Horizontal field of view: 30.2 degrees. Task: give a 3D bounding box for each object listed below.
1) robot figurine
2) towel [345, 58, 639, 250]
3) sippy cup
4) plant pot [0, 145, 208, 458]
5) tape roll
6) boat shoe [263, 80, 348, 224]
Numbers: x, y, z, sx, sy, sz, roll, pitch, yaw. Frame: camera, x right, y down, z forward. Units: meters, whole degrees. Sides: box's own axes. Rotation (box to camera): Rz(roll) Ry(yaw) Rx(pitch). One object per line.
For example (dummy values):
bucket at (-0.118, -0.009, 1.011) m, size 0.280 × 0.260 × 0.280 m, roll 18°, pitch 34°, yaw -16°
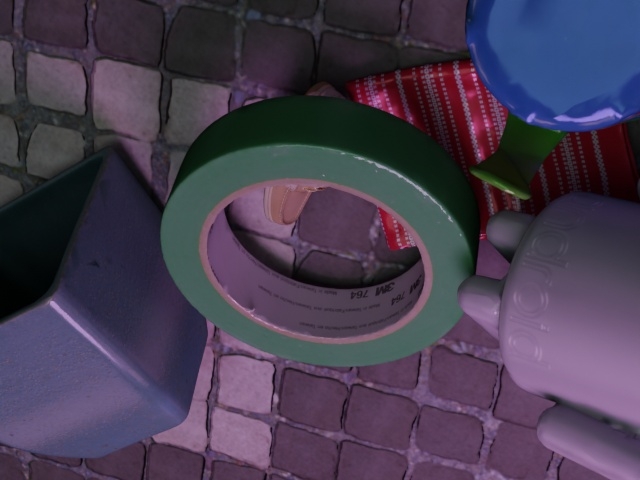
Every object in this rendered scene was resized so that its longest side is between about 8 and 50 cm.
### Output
robot figurine at (0.302, 0.073, 1.066) m, size 0.353 × 0.200 × 0.300 m, roll 16°, pitch 79°, yaw 36°
towel at (0.175, -0.089, 1.193) m, size 0.274 × 0.031 × 0.199 m, roll -6°, pitch 114°, yaw 20°
sippy cup at (0.222, -0.192, 0.991) m, size 0.240 × 0.224 × 0.306 m, roll -7°, pitch 104°, yaw 21°
plant pot at (-0.265, 0.099, 1.317) m, size 0.247 × 0.247 × 0.252 m, roll -25°, pitch 124°, yaw 27°
tape roll at (0.000, 0.000, 1.211) m, size 0.321 × 0.077 × 0.321 m, roll 7°, pitch 137°, yaw 7°
boat shoe at (-0.009, -0.079, 1.229) m, size 0.059 × 0.063 × 0.170 m, roll 35°, pitch 125°, yaw 20°
